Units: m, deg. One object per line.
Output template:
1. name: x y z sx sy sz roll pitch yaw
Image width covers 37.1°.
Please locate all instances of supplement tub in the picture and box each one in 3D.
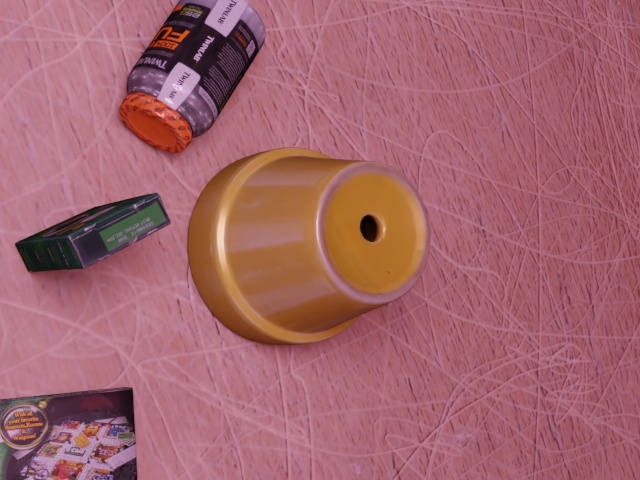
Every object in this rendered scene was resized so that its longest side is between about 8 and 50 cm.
1. supplement tub: -0.157 -0.208 1.157 0.117 0.117 0.190 39 65 -23

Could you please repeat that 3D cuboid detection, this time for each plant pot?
1. plant pot: 0.000 0.000 1.164 0.254 0.239 0.254 5 82 -33

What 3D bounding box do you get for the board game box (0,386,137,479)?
1. board game box: -0.331 0.241 1.052 0.260 0.030 0.136 0 87 -33

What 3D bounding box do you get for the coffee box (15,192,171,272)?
1. coffee box: -0.250 -0.007 1.037 0.113 0.184 0.040 -31 104 -33
